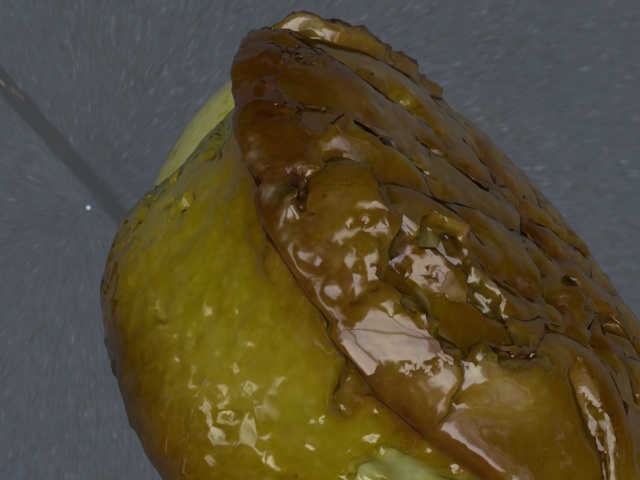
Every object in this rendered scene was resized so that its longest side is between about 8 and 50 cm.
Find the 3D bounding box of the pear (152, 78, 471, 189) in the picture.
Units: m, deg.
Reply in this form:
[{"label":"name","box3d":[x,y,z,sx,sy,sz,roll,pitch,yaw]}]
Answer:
[{"label":"pear","box3d":[0.000,0.000,1.478,0.309,0.309,0.309,0,91,-7]}]

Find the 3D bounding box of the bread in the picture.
[{"label":"bread","box3d":[0.053,0.062,1.022,0.215,0.398,0.398,-40,96,18]}]
